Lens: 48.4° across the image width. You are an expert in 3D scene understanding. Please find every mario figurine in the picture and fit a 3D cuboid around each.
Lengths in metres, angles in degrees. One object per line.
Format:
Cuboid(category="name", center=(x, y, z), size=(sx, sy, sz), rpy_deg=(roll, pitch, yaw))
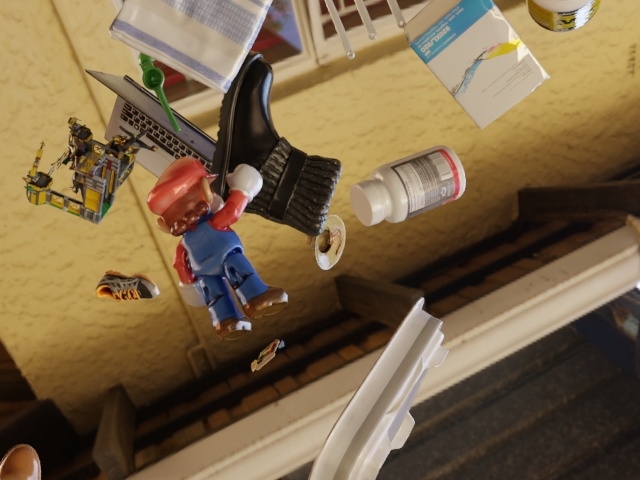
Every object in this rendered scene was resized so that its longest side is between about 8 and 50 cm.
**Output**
Cuboid(category="mario figurine", center=(-0.166, -0.002, 1.204), size=(0.198, 0.170, 0.321), rpy_deg=(-24, -106, -13))

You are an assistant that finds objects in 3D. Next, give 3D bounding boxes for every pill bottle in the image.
Cuboid(category="pill bottle", center=(0.356, -0.382, 1.036), size=(0.119, 0.119, 0.208), rpy_deg=(-1, -176, 18))
Cuboid(category="pill bottle", center=(0.254, -0.156, 2.112), size=(0.318, 0.177, 0.176), rpy_deg=(-21, -144, -20))

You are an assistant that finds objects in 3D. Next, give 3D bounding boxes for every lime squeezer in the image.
Cuboid(category="lime squeezer", center=(-0.409, -0.404, 1.766), size=(0.058, 0.110, 0.311), rpy_deg=(-18, -124, -1))

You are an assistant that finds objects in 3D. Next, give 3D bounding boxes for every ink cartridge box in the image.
Cuboid(category="ink cartridge box", center=(0.304, -0.376, 1.414), size=(0.168, 0.232, 0.171), rpy_deg=(-38, -159, 20))

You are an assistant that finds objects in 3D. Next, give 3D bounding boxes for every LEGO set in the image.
Cuboid(category="LEGO set", center=(-0.610, -0.218, 1.866), size=(0.254, 0.192, 0.331), rpy_deg=(29, -135, 3))

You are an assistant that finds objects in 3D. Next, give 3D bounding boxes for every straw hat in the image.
Cuboid(category="straw hat", center=(0.000, 0.000, 1.736), size=(0.061, 0.145, 0.144), rpy_deg=(11, -136, 30))

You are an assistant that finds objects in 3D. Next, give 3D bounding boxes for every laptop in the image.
Cuboid(category="laptop", center=(-0.455, -0.251, 1.932), size=(0.381, 0.408, 0.236), rpy_deg=(37, -135, -1))

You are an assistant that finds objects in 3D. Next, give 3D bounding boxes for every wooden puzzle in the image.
Cuboid(category="wooden puzzle", center=(-0.131, 0.276, 1.725), size=(0.116, 0.014, 0.078), rpy_deg=(-43, -168, 11))

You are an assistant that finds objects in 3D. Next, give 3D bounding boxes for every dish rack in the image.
Cuboid(category="dish rack", center=(0.072, 0.261, 0.955), size=(0.072, 0.333, 0.285), rpy_deg=(29, -129, 16))

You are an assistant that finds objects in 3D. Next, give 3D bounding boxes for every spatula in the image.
Cuboid(category="spatula", center=(0.066, -0.497, 1.396), size=(0.168, 0.242, 0.019), rpy_deg=(-24, 177, 26))

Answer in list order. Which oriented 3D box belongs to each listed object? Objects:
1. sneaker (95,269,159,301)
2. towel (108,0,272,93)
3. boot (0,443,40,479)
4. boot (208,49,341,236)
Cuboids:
Cuboid(category="sneaker", center=(-0.578, 0.149, 2.130), size=(0.214, 0.084, 0.083), rpy_deg=(4, -142, 25))
Cuboid(category="towel", center=(-0.172, -0.387, 1.060), size=(0.209, 0.285, 0.034), rpy_deg=(29, -168, 0))
Cuboid(category="boot", center=(-0.671, 0.543, 1.501), size=(0.108, 0.220, 0.284), rpy_deg=(19, -127, -6))
Cuboid(category="boot", center=(-0.076, -0.199, 1.473), size=(0.260, 0.348, 0.131), rpy_deg=(12, -175, 6))
